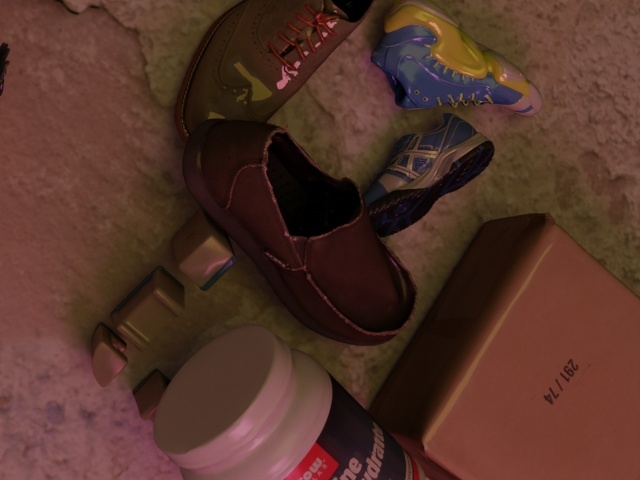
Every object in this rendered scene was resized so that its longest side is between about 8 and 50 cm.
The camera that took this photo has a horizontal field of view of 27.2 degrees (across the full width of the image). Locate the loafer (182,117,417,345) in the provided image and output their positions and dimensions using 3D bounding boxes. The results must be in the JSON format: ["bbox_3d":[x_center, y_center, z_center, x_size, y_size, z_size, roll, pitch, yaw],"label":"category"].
[{"bbox_3d":[0.000,0.000,1.489,0.366,0.130,0.134,41,58,-33],"label":"loafer"}]

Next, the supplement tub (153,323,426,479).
[{"bbox_3d":[-0.029,0.238,1.424,0.191,0.191,0.272,-51,119,-14],"label":"supplement tub"}]

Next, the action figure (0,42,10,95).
[{"bbox_3d":[-0.465,-0.201,1.326,0.275,0.164,0.141,10,97,-33],"label":"action figure"}]

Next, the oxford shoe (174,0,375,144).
[{"bbox_3d":[-0.037,-0.243,1.517,0.123,0.130,0.348,41,76,-19],"label":"oxford shoe"}]

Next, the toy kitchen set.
[{"bbox_3d":[-0.145,0.103,1.507,0.207,0.122,0.166,-44,108,5],"label":"toy kitchen set"}]

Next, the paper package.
[{"bbox_3d":[0.269,0.185,1.640,0.309,0.168,0.325,38,76,-19],"label":"paper package"}]

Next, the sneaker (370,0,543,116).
[{"bbox_3d":[0.160,-0.198,1.641,0.240,0.091,0.126,34,96,-20],"label":"sneaker"}]

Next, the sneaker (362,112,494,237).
[{"bbox_3d":[0.109,-0.077,1.625,0.211,0.080,0.081,-33,65,-10],"label":"sneaker"}]
